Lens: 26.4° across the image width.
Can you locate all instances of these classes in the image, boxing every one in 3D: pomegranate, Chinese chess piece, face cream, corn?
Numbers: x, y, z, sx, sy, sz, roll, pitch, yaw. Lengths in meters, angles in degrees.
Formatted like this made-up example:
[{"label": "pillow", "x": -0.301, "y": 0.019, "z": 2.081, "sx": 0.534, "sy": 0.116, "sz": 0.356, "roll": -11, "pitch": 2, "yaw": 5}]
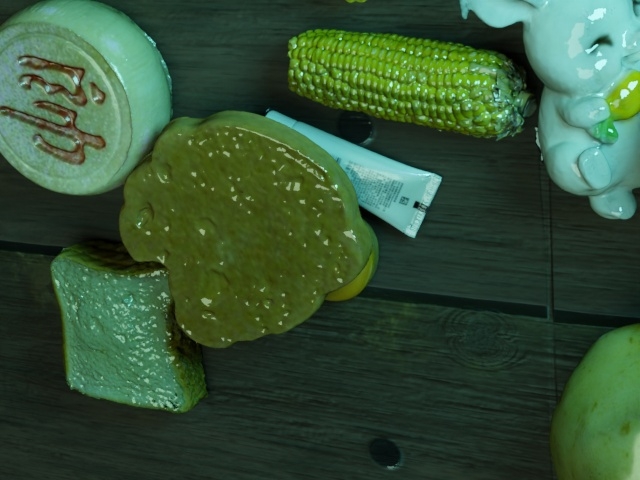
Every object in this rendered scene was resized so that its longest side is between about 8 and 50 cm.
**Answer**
[{"label": "pomegranate", "x": 0.421, "y": 0.250, "z": 1.586, "sx": 0.319, "sy": 0.319, "sz": 0.319, "roll": 12, "pitch": 120, "yaw": 21}, {"label": "Chinese chess piece", "x": -0.332, "y": -0.193, "z": 1.846, "sx": 0.270, "sy": 0.112, "sz": 0.270, "roll": 11, "pitch": 119, "yaw": 21}, {"label": "face cream", "x": 0.029, "y": -0.094, "z": 1.750, "sx": 0.244, "sy": 0.058, "sz": 0.092, "roll": 27, "pitch": 116, "yaw": 7}, {"label": "corn", "x": 0.103, "y": -0.192, "z": 1.627, "sx": 0.318, "sy": 0.115, "sz": 0.115, "roll": 12, "pitch": 120, "yaw": 21}]

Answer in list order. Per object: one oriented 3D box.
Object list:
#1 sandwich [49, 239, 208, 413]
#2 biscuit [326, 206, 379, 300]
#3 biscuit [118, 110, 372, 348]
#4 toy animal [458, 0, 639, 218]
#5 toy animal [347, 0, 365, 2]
[{"label": "sandwich", "x": -0.284, "y": 0.125, "z": 2.003, "sx": 0.226, "sy": 0.087, "sz": 0.251, "roll": 10, "pitch": 119, "yaw": 23}, {"label": "biscuit", "x": -0.002, "y": 0.002, "z": 1.815, "sx": 0.170, "sy": 0.050, "sz": 0.170, "roll": 12, "pitch": 120, "yaw": 21}, {"label": "biscuit", "x": -0.110, "y": -0.016, "z": 1.786, "sx": 0.312, "sy": 0.057, "sz": 0.351, "roll": 41, "pitch": 124, "yaw": -3}, {"label": "toy animal", "x": 0.283, "y": -0.189, "z": 1.479, "sx": 0.325, "sy": 0.208, "sz": 0.154, "roll": 50, "pitch": 167, "yaw": -17}, {"label": "toy animal", "x": 0.046, "y": -0.388, "z": 1.541, "sx": 0.156, "sy": 0.156, "sz": 0.229, "roll": 13, "pitch": 131, "yaw": 21}]
